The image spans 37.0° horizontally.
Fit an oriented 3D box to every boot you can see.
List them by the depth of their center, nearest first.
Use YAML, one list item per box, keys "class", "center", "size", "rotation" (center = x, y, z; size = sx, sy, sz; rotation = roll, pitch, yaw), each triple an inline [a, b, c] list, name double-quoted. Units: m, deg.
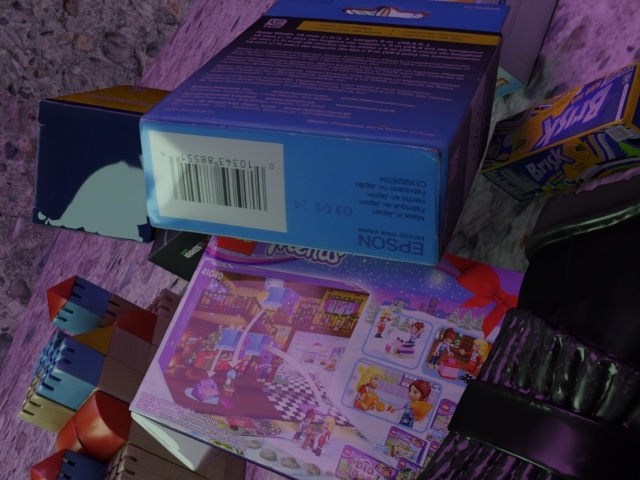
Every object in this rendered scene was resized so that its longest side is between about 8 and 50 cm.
- class: "boot"
  center: [0.183, 0.088, 0.505]
  size: [0.260, 0.131, 0.348]
  rotation: [-60, 10, -19]

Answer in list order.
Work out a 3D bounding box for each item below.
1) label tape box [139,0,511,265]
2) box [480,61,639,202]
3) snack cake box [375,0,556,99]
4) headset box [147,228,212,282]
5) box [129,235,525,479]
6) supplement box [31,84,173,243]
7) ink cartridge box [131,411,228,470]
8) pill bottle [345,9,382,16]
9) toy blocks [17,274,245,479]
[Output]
- class: "label tape box"
  center: [0.026, -0.116, 0.843]
  size: [0.333, 0.241, 0.106]
  rotation: [-58, -29, -55]
- class: "box"
  center: [0.209, -0.085, 0.787]
  size: [0.169, 0.054, 0.059]
  rotation: [-19, 45, 59]
- class: "snack cake box"
  center: [0.138, -0.220, 1.077]
  size: [0.264, 0.089, 0.152]
  rotation: [-16, 48, 60]
- class: "headset box"
  center: [-0.112, -0.082, 1.394]
  size: [0.246, 0.131, 0.283]
  rotation: [-34, 33, 47]
- class: "box"
  center: [0.016, 0.093, 0.751]
  size: [0.293, 0.057, 0.201]
  rotation: [16, 73, 28]
- class: "supplement box"
  center: [-0.301, -0.138, 1.566]
  size: [0.356, 0.195, 0.194]
  rotation: [-50, -31, -74]
- class: "ink cartridge box"
  center: [-0.070, 0.126, 0.951]
  size: [0.153, 0.087, 0.208]
  rotation: [-56, -16, 11]
- class: "pill bottle"
  center: [0.076, -0.322, 1.323]
  size: [0.193, 0.108, 0.108]
  rotation: [-55, 22, 13]
- class: "toy blocks"
  center: [-0.214, 0.184, 1.093]
  size: [0.191, 0.261, 0.381]
  rotation: [-46, 25, 32]
